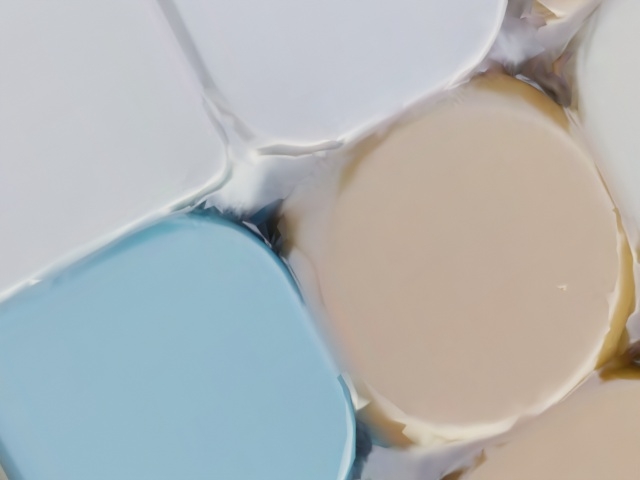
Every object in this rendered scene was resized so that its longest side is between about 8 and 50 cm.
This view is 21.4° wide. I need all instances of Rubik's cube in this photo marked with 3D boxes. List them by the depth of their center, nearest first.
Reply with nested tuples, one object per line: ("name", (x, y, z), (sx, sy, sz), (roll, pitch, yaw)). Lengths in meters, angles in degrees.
("Rubik's cube", (0.000, 0.000, 0.711), (0.344, 0.346, 0.347), (-28, 101, -15))
